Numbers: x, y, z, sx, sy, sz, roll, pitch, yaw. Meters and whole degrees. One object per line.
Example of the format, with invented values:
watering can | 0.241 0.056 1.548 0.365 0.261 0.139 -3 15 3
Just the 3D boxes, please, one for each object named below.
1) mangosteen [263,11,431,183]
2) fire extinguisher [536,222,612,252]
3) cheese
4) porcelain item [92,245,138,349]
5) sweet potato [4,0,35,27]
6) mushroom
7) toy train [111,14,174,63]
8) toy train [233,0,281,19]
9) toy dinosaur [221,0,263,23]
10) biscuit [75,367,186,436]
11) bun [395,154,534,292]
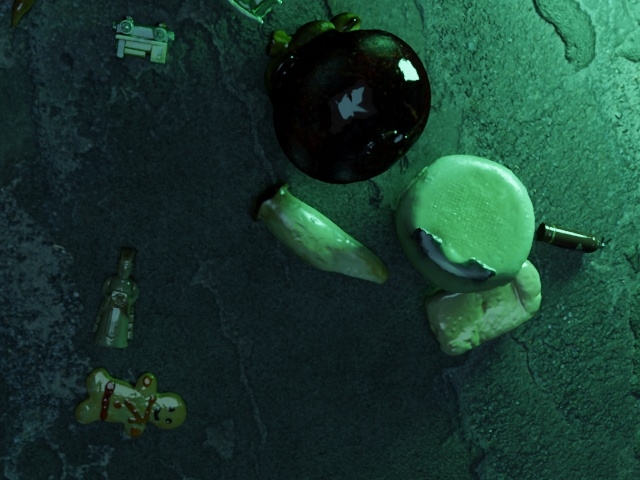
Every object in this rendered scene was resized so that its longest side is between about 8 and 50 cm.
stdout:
mangosteen | 0.052 -0.270 1.752 0.330 0.330 0.330 -2 106 -7
fire extinguisher | 0.557 -0.001 2.013 0.158 0.043 0.064 14 133 -11
cheese | 0.360 0.136 2.002 0.263 0.093 0.159 -23 110 -2
porcelain item | -0.421 0.119 1.915 0.084 0.054 0.213 11 103 -12
sweet potato | -0.553 -0.487 1.728 0.056 0.056 0.195 26 105 -14
mushroom | -0.003 0.003 1.922 0.333 0.087 0.107 38 97 -18
toy train | -0.349 -0.392 1.783 0.122 0.050 0.081 7 112 -11
toy train | -0.149 -0.496 1.760 0.099 0.081 0.149 -43 107 7
toy dinosaur | -0.251 -0.551 1.698 0.205 0.092 0.393 -45 84 10
biscuit | -0.408 0.359 1.999 0.234 0.030 0.153 17 105 -11
bun | 0.291 -0.030 1.902 0.293 0.187 0.293 2 81 -11
